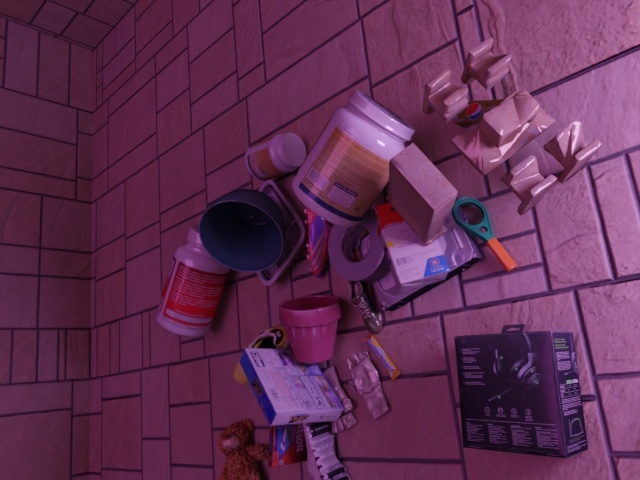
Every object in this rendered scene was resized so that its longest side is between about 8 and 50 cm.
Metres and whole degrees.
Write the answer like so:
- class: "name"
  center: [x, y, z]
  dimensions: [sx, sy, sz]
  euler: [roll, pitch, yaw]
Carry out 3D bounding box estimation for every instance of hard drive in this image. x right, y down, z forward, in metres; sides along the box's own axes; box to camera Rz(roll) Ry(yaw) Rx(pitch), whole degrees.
- class: "hard drive"
  center: [0.275, 0.027, 1.549]
  dimensions: [0.338, 0.064, 0.237]
  euler: [-35, 60, 34]

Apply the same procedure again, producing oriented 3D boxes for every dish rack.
- class: "dish rack"
  center: [-0.171, -0.028, 1.992]
  dimensions: [0.286, 0.072, 0.333]
  euler: [-54, 51, 25]

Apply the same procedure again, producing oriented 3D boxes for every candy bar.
- class: "candy bar"
  center: [0.183, 0.347, 1.618]
  dimensions: [0.040, 0.018, 0.161]
  euler: [-55, 51, 23]

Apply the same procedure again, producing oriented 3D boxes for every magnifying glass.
- class: "magnifying glass"
  center: [0.426, -0.018, 1.406]
  dimensions: [0.231, 0.092, 0.026]
  euler: [58, 161, 24]

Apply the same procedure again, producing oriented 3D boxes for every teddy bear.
- class: "teddy bear"
  center: [-0.279, 0.817, 1.933]
  dimensions: [0.245, 0.113, 0.339]
  euler: [-20, 70, 39]

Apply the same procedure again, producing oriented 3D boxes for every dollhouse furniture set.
- class: "dollhouse furniture set"
  center: [0.368, -0.198, 1.319]
  dimensions: [0.394, 0.256, 0.362]
  euler: [-37, 73, -6]

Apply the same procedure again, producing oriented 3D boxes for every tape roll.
- class: "tape roll"
  center: [0.125, 0.012, 1.599]
  dimensions: [0.219, 0.072, 0.220]
  euler: [-8, 78, 42]

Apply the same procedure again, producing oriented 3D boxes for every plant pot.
- class: "plant pot"
  center: [-0.028, 0.283, 1.729]
  dimensions: [0.201, 0.201, 0.181]
  euler: [3, 101, 45]
- class: "plant pot"
  center: [-0.247, -0.064, 1.865]
  dimensions: [0.290, 0.290, 0.196]
  euler: [-41, 20, 33]

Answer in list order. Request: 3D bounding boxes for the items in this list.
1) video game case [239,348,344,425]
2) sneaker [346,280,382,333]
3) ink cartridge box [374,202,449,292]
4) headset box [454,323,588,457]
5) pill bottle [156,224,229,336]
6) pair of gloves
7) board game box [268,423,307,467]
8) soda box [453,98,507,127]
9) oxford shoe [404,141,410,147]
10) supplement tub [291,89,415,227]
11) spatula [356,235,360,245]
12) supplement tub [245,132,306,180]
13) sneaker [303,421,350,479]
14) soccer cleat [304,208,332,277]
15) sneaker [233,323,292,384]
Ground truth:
- class: "video game case"
  center: [-0.093, 0.446, 1.679]
  dimensions: [0.269, 0.244, 0.061]
  euler: [52, 124, 46]
- class: "sneaker"
  center: [0.124, 0.192, 1.652]
  dimensions: [0.064, 0.086, 0.192]
  euler: [-30, 63, 38]
- class: "ink cartridge box"
  center: [0.237, 0.007, 1.446]
  dimensions: [0.134, 0.078, 0.231]
  euler: [-15, 66, -2]
- class: "headset box"
  center: [0.459, 0.339, 1.266]
  dimensions: [0.246, 0.131, 0.284]
  euler: [-15, 73, 43]
- class: "pill bottle"
  center: [-0.496, 0.158, 2.172]
  dimensions: [0.229, 0.228, 0.408]
  euler: [29, 104, 43]
- class: "pair of gloves"
  center: [0.094, 0.467, 1.670]
  dimensions: [0.240, 0.042, 0.204]
  euler: [-35, 60, 35]
- class: "board game box"
  center: [-0.101, 0.581, 1.770]
  dimensions: [0.027, 0.145, 0.282]
  euler: [-8, 78, 48]
- class: "soda box"
  center: [0.449, -0.337, 1.438]
  dimensions: [0.181, 0.058, 0.062]
  euler: [11, 92, 44]
- class: "oxford shoe"
  center: [0.205, -0.256, 1.615]
  dimensions: [0.348, 0.130, 0.123]
  euler: [43, 113, 40]
- class: "supplement tub"
  center: [0.089, -0.219, 1.470]
  dimensions: [0.316, 0.228, 0.228]
  euler: [-56, 50, 20]
- class: "spatula"
  center: [0.076, -0.074, 1.749]
  dimensions: [0.168, 0.019, 0.242]
  euler: [-35, 53, 52]
- class: "supplement tub"
  center: [-0.163, -0.306, 1.977]
  dimensions: [0.199, 0.144, 0.145]
  euler: [-11, 76, 43]
- class: "sneaker"
  center: [-0.007, 0.662, 1.701]
  dimensions: [0.118, 0.109, 0.292]
  euler: [-43, 55, 42]
- class: "soccer cleat"
  center: [0.000, 0.000, 1.814]
  dimensions: [0.094, 0.083, 0.248]
  euler: [-6, 91, 4]
- class: "sneaker"
  center: [-0.210, 0.391, 1.909]
  dimensions: [0.384, 0.147, 0.145]
  euler: [-45, 57, 32]
